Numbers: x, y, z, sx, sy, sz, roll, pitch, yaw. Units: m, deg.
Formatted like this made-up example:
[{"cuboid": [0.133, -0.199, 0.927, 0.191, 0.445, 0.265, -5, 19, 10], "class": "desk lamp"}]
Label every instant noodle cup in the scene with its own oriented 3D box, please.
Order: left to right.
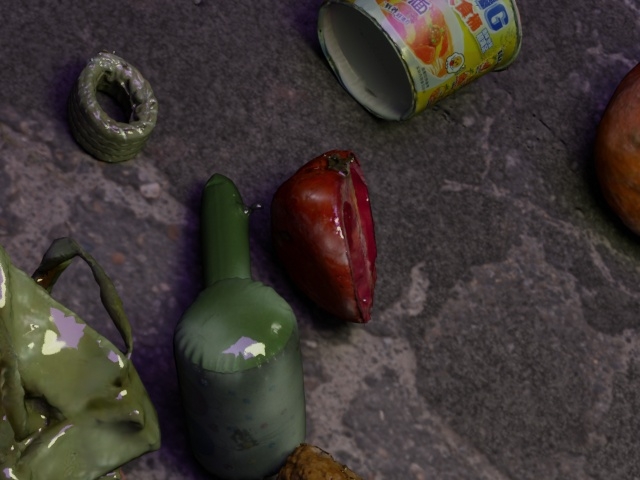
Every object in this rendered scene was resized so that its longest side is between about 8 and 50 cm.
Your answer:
[{"cuboid": [0.098, -0.236, 1.923, 0.153, 0.205, 0.205, -36, 80, -22], "class": "instant noodle cup"}]

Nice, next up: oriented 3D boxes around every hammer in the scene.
[{"cuboid": [-0.082, 0.058, 1.721, 0.118, 0.206, 0.336, -4, 45, -2], "class": "hammer"}]

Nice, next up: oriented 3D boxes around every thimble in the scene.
[{"cuboid": [-0.217, -0.140, 1.818, 0.084, 0.062, 0.110, -5, 66, -27], "class": "thimble"}]

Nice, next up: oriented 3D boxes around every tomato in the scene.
[{"cuboid": [0.000, 0.000, 1.782, 0.099, 0.173, 0.189, -5, 25, 11], "class": "tomato"}]

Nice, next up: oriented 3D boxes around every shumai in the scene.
[{"cuboid": [-0.308, 0.124, 1.484, 0.348, 0.395, 0.395, 10, 60, -26], "class": "shumai"}]

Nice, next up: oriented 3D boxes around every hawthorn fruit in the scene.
[{"cuboid": [0.420, -0.123, 1.954, 0.231, 0.235, 0.263, 7, 69, -32], "class": "hawthorn fruit"}]

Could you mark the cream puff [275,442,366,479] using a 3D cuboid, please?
[{"cuboid": [0.004, 0.302, 1.624, 0.183, 0.183, 0.169, 37, 81, 0], "class": "cream puff"}]
